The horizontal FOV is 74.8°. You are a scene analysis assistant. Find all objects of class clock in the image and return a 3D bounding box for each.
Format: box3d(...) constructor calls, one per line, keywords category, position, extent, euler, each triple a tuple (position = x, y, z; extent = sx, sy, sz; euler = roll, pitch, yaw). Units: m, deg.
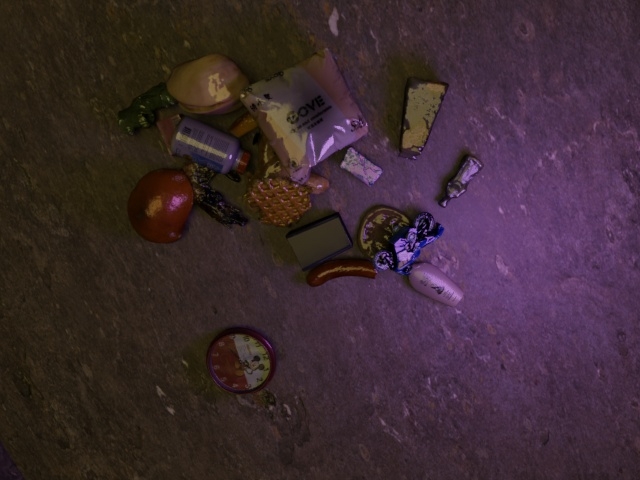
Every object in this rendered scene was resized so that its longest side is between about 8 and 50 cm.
box3d(category="clock", position=(-0.355, 0.540, 1.873), extent=(0.318, 0.080, 0.319), euler=(1, 98, 4))

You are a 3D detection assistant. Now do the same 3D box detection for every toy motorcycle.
box3d(category="toy motorcycle", position=(0.343, 0.027, 1.614), extent=(0.315, 0.113, 0.169), euler=(-42, 115, -6))

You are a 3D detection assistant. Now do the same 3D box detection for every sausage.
box3d(category="sausage", position=(0.085, 0.127, 1.725), extent=(0.302, 0.076, 0.103), euler=(-8, 100, 9))

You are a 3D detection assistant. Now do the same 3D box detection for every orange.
box3d(category="orange", position=(-0.671, -0.133, 1.746), extent=(0.274, 0.274, 0.310), euler=(28, 143, 1))

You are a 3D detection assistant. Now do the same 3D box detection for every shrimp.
box3d(category="shrimp", position=(-0.422, -0.215, 1.732), extent=(0.365, 0.071, 0.233), euler=(39, 99, 4))

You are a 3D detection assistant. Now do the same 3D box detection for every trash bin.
box3d(category="trash bin", position=(0.000, 0.000, 1.693), extent=(0.225, 0.115, 0.165), euler=(-24, 98, 10))

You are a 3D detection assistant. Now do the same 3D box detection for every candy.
box3d(category="candy", position=(0.156, -0.286, 1.630), extent=(0.160, 0.073, 0.092), euler=(35, 106, -1))

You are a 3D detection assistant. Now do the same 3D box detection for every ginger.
box3d(category="ginger", position=(-0.693, -0.528, 1.685), extent=(0.290, 0.089, 0.137), euler=(-36, 60, 5))
box3d(category="ginger", position=(-0.188, -0.300, 1.652), extent=(0.348, 0.122, 0.363), euler=(-24, 108, 3))

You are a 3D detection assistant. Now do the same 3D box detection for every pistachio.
box3d(category="pistachio", position=(-0.413, -0.581, 1.572), extent=(0.321, 0.229, 0.238), euler=(6, 60, 19))

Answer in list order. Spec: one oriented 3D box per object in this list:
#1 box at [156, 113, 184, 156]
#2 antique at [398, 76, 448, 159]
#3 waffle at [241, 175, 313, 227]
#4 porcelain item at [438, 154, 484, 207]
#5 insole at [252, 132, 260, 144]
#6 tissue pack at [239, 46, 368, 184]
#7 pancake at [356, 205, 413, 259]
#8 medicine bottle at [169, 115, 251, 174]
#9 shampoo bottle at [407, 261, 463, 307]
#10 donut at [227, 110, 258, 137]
box3d(category="box", position=(-0.586, -0.428, 1.709), extent=(0.111, 0.060, 0.156), euler=(-18, 98, 8))
box3d(category="antique", position=(0.359, -0.441, 1.543), extent=(0.150, 0.125, 0.284), euler=(14, 103, 6))
box3d(category="waffle", position=(-0.169, -0.146, 1.640), extent=(0.291, 0.051, 0.291), euler=(-5, 140, -4))
box3d(category="porcelain item", position=(0.528, -0.216, 1.595), extent=(0.081, 0.069, 0.216), euler=(31, 103, -4))
box3d(category="insole", position=(-0.250, -0.397, 1.627), extent=(0.002, 0.152, 0.053), euler=(16, 93, -19))
box3d(category="tissue pack", position=(-0.047, -0.457, 1.525), extent=(0.375, 0.195, 0.390), euler=(-36, 102, -9))
box3d(category="pancake", position=(0.259, -0.026, 1.682), extent=(0.241, 0.050, 0.242), euler=(1, 101, 7))
box3d(category="medicine bottle", position=(-0.418, -0.355, 1.626), extent=(0.288, 0.157, 0.157), euler=(22, 105, -14))
box3d(category="shampoo bottle", position=(0.445, 0.166, 1.683), extent=(0.257, 0.078, 0.127), euler=(33, 106, 4))
box3d(category="donut", position=(-0.274, -0.456, 1.610), extent=(0.162, 0.178, 0.065), euler=(-49, 116, -24))
